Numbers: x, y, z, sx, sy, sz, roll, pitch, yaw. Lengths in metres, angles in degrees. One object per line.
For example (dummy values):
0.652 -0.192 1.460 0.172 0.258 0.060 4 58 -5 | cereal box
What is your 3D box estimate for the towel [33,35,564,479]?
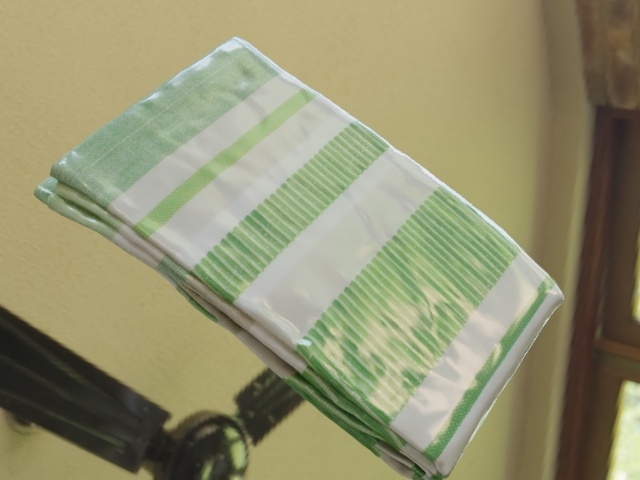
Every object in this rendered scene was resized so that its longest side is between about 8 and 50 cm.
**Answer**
0.000 0.000 0.828 0.248 0.325 0.038 -45 -12 -46 | towel
